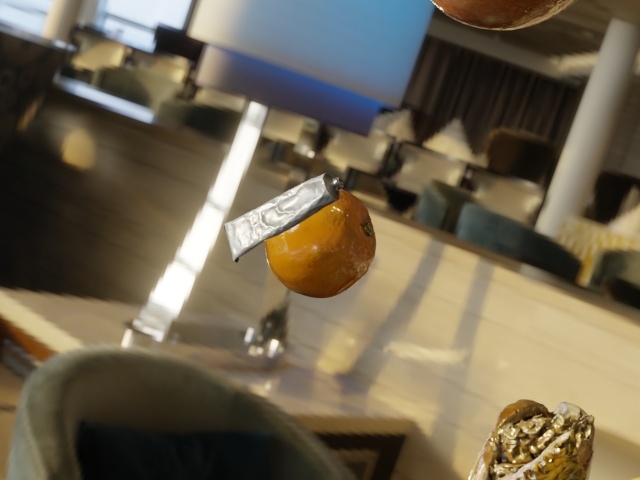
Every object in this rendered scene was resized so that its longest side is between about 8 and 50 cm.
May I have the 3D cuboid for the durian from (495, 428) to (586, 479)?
[{"bbox_3d":[0.151,0.323,1.091,0.196,0.305,0.185,55,25,7],"label":"durian"}]

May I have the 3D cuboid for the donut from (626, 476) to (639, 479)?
[{"bbox_3d":[0.427,0.314,1.527,0.162,0.065,0.178,2,-21,-30],"label":"donut"}]

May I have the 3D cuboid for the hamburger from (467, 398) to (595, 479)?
[{"bbox_3d":[0.273,0.317,1.655,0.146,0.286,0.243,20,30,14],"label":"hamburger"}]

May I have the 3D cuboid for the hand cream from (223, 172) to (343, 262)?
[{"bbox_3d":[-0.025,-0.018,0.821,0.019,0.093,0.030,31,37,-54],"label":"hand cream"}]

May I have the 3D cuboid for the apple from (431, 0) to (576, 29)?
[{"bbox_3d":[0.224,-0.374,1.478,0.253,0.254,0.253,19,6,-2],"label":"apple"}]

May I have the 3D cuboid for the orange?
[{"bbox_3d":[0.000,0.000,0.897,0.083,0.084,0.083,19,6,-2],"label":"orange"}]
